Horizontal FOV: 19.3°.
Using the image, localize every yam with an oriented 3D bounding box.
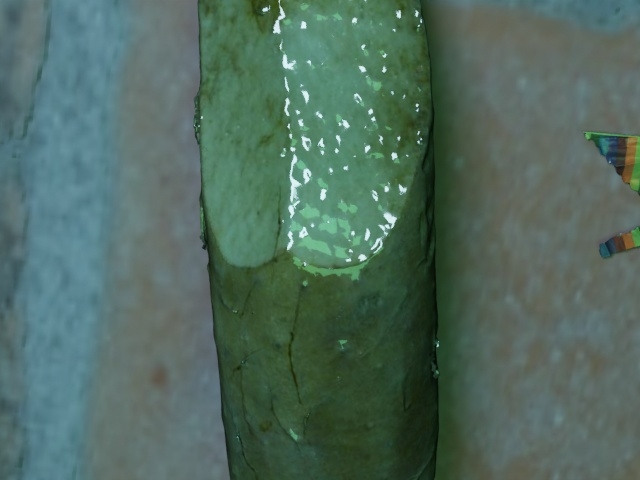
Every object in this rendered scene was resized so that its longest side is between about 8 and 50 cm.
[{"bbox_3d":[0.000,0.000,0.804,0.106,0.106,0.259,-6,113,-4],"label":"yam"}]

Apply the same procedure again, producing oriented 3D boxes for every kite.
[{"bbox_3d":[0.170,-0.013,0.866,0.090,0.004,0.122,-30,112,5],"label":"kite"}]
